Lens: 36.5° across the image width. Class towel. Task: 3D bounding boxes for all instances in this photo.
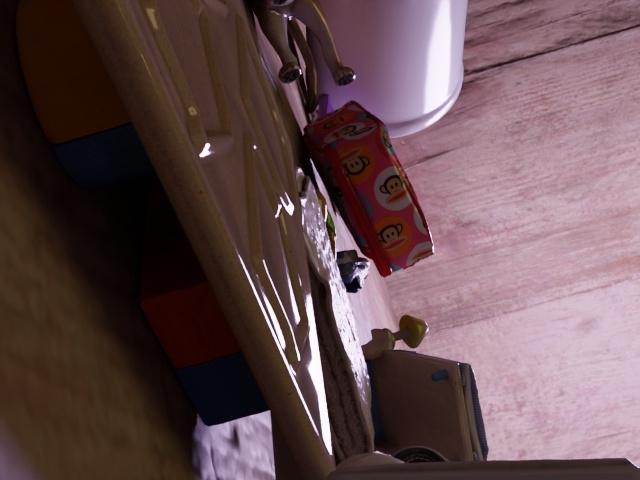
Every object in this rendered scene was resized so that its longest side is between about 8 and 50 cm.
[{"bbox_3d":[0.005,0.070,0.980,0.187,0.049,0.282,-77,151,-78],"label":"towel"}]

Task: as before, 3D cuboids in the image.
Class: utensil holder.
[{"bbox_3d":[0.126,-0.440,1.856,0.385,0.327,0.328,87,-8,-59],"label":"utensil holder"}]

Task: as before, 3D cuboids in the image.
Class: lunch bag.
[{"bbox_3d":[0.082,-0.071,1.514,0.258,0.120,0.293,62,1,-19],"label":"lunch bag"}]

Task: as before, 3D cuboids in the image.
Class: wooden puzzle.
[{"bbox_3d":[-0.071,-0.070,0.519,0.322,0.080,0.348,-98,175,-52],"label":"wooden puzzle"}]

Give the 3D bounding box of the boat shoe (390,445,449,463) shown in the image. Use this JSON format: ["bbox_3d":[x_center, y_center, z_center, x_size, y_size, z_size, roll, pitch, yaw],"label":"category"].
[{"bbox_3d":[0.114,0.331,0.938,0.119,0.121,0.335,75,5,-45],"label":"boat shoe"}]

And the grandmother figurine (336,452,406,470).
[{"bbox_3d":[0.077,0.307,0.727,0.208,0.104,0.342,-58,-146,34],"label":"grandmother figurine"}]

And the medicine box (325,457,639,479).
[{"bbox_3d":[0.095,0.283,0.481,0.263,0.149,0.290,64,24,-60],"label":"medicine box"}]

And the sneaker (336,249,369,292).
[{"bbox_3d":[0.043,0.054,1.464,0.135,0.052,0.058,33,51,-71],"label":"sneaker"}]

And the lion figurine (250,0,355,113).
[{"bbox_3d":[-0.059,-0.357,1.272,0.240,0.142,0.392,61,-15,24],"label":"lion figurine"}]

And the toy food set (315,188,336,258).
[{"bbox_3d":[0.000,0.000,1.178,0.192,0.038,0.133,-66,140,-81],"label":"toy food set"}]

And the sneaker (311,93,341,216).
[{"bbox_3d":[0.049,-0.167,1.829,0.095,0.104,0.237,-17,90,-83],"label":"sneaker"}]

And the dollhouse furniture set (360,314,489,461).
[{"bbox_3d":[0.210,0.235,1.152,0.286,0.198,0.304,-3,-81,62],"label":"dollhouse furniture set"}]
